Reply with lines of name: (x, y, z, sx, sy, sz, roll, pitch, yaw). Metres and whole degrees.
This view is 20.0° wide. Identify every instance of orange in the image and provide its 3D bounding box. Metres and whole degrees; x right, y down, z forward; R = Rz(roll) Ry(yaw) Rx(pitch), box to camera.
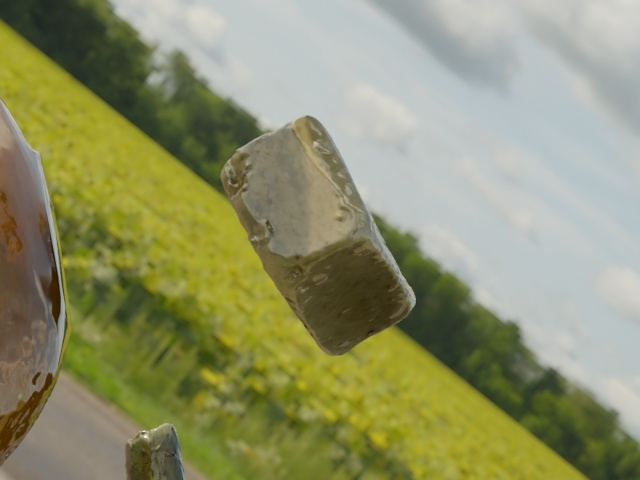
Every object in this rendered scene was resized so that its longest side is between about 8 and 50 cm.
orange: (-0.244, 0.006, 1.015, 0.334, 0.196, 0.263, -103, 170, -69)

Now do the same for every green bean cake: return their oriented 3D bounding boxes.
green bean cake: (0.000, 0.000, 1.295, 0.109, 0.085, 0.179, 63, 3, 25)

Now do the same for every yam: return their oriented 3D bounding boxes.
yam: (-0.150, 0.347, 1.850, 0.071, 0.067, 0.317, 23, 57, -77)
